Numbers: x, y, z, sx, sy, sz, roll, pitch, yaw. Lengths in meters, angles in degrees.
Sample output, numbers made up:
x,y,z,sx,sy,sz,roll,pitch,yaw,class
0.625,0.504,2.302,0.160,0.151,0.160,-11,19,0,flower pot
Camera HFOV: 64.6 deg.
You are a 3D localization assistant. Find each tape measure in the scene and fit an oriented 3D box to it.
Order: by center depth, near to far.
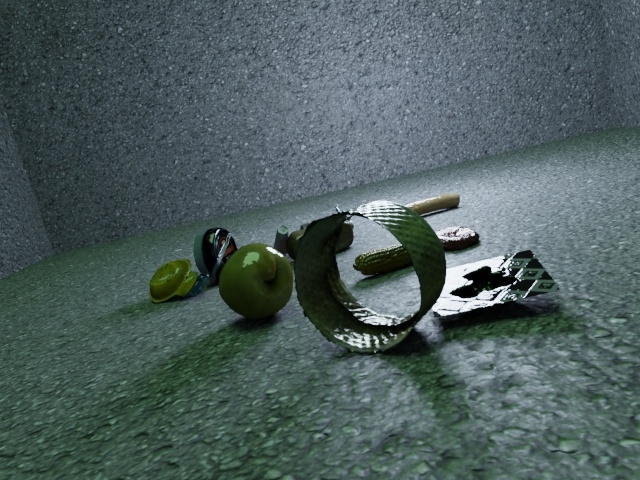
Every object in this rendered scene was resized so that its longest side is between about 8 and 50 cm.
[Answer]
x,y,z,sx,sy,sz,roll,pitch,yaw,class
-0.353,0.047,1.720,0.107,0.181,0.182,-12,12,20,tape measure

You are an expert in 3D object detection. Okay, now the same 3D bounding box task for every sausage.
x,y,z,sx,sy,sz,roll,pitch,yaw,class
0.406,-0.130,2.003,0.300,0.066,0.066,-16,12,-11,sausage

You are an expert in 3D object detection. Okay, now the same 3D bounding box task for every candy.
x,y,z,sx,sy,sz,roll,pitch,yaw,class
0.000,0.000,1.749,0.233,0.103,0.104,-15,13,-20,candy

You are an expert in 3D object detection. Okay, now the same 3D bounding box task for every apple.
x,y,z,sx,sy,sz,roll,pitch,yaw,class
-0.158,0.103,1.245,0.199,0.200,0.200,-13,12,3,apple

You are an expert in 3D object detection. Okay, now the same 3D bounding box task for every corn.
x,y,z,sx,sy,sz,roll,pitch,yaw,class
0.187,0.050,1.393,0.207,0.068,0.068,-13,11,-15,corn

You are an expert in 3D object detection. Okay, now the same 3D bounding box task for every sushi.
x,y,z,sx,sy,sz,roll,pitch,yaw,class
0.341,0.103,1.030,0.231,0.047,0.220,-15,16,13,sushi

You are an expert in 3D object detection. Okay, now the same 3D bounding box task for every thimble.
x,y,z,sx,sy,sz,roll,pitch,yaw,class
0.094,0.060,0.958,0.270,0.271,0.150,-5,12,35,thimble

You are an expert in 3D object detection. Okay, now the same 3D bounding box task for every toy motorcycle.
x,y,z,sx,sy,sz,roll,pitch,yaw,class
0.026,-0.051,1.878,0.220,0.150,0.102,-18,47,-16,toy motorcycle

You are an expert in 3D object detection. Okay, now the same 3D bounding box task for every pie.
x,y,z,sx,sy,sz,roll,pitch,yaw,class
0.398,-0.009,1.502,0.153,0.038,0.153,-12,14,3,pie

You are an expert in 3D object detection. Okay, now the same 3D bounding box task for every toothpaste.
x,y,z,sx,sy,sz,roll,pitch,yaw,class
-0.139,0.011,1.800,0.067,0.043,0.195,-19,-25,-19,toothpaste

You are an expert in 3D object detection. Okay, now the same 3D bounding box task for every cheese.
x,y,z,sx,sy,sz,roll,pitch,yaw,class
-0.467,0.132,1.640,0.270,0.069,0.177,4,54,40,cheese
